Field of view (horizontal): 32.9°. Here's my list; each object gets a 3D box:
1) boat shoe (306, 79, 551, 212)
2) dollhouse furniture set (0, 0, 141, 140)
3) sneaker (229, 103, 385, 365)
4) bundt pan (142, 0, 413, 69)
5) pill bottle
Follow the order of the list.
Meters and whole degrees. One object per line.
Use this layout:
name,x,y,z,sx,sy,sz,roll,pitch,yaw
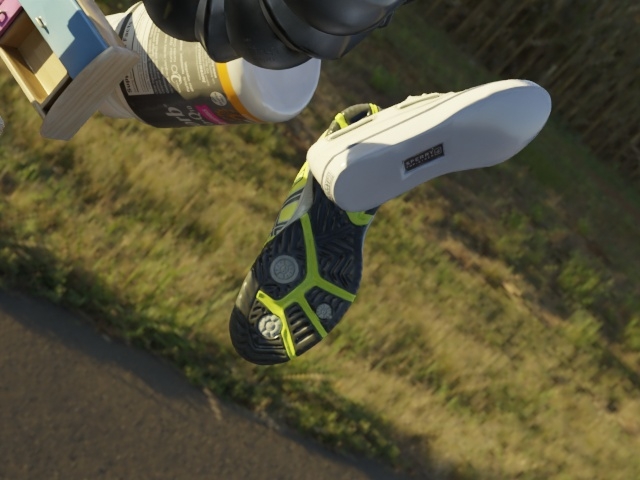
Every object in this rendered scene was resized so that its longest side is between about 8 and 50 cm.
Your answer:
boat shoe,0.113,-0.113,1.146,0.088,0.267,0.096,52,-17,45
dollhouse furniture set,-0.400,-0.203,1.125,0.198,0.286,0.303,54,23,19
sneaker,0.000,0.000,1.498,0.145,0.384,0.147,30,-5,-6
bundt pan,-0.062,-0.273,0.854,0.331,0.331,0.124,40,48,-9
pill bottle,-0.151,-0.217,1.304,0.278,0.162,0.162,2,-9,37
